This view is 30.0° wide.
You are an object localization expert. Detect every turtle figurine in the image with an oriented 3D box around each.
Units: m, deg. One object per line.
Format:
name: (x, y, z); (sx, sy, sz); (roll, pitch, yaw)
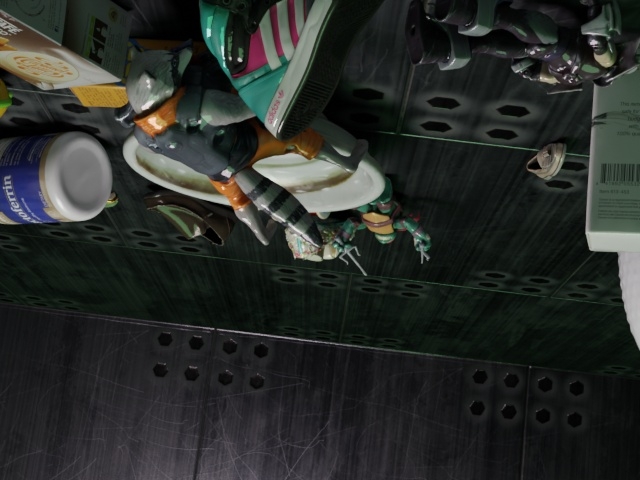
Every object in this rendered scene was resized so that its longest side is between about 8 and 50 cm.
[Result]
turtle figurine: (0.101, -0.032, 2.135); (0.175, 0.118, 0.234); (-12, 146, 13)

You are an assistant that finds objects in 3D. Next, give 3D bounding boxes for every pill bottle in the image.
pill bottle: (-0.504, -0.105, 2.063); (0.265, 0.153, 0.153); (-2, 163, 32)

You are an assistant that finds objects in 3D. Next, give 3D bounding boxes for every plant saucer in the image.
plant saucer: (-0.096, -0.144, 1.820); (0.401, 0.100, 0.400); (6, 166, 1)

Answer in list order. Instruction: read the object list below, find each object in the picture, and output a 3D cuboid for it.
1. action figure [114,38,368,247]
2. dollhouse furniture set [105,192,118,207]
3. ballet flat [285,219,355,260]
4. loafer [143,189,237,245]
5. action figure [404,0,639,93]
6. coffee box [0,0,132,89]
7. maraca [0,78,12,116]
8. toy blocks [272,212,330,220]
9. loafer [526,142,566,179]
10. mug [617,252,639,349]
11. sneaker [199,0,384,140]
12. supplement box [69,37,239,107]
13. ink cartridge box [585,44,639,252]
action figure: (-0.091, -0.145, 1.477); (0.330, 0.178, 0.341); (31, 135, -32)
dollhouse furniture set: (-0.481, -0.070, 2.377); (0.152, 0.058, 0.076); (9, 166, -7)
ballet flat: (0.000, 0.000, 2.254); (0.091, 0.077, 0.241); (-4, 180, 27)
loafer: (-0.251, -0.043, 2.331); (0.220, 0.078, 0.080); (19, 161, -40)
action figure: (0.244, -0.230, 1.347); (0.285, 0.099, 0.185); (10, 159, -26)
coffee box: (-0.364, -0.275, 1.439); (0.141, 0.098, 0.246); (-2, 164, 31)
maraca: (-0.519, -0.216, 1.765); (0.127, 0.099, 0.185); (11, -169, -9)
toy blocks: (-0.037, -0.074, 2.160); (0.148, 0.054, 0.123); (-2, 164, 31)
loafer: (0.344, -0.121, 1.822); (0.039, 0.045, 0.125); (13, 169, 2)
mug: (0.567, 0.036, 1.744); (0.276, 0.327, 0.374); (5, 166, 8)
sneaker: (-0.033, -0.270, 1.277); (0.124, 0.178, 0.295); (-28, 155, -49)
supplement box: (-0.220, -0.224, 1.616); (0.234, 0.078, 0.080); (3, 165, 12)
ink cartridge box: (0.416, -0.108, 1.443); (0.172, 0.237, 0.100); (3, 168, 16)
